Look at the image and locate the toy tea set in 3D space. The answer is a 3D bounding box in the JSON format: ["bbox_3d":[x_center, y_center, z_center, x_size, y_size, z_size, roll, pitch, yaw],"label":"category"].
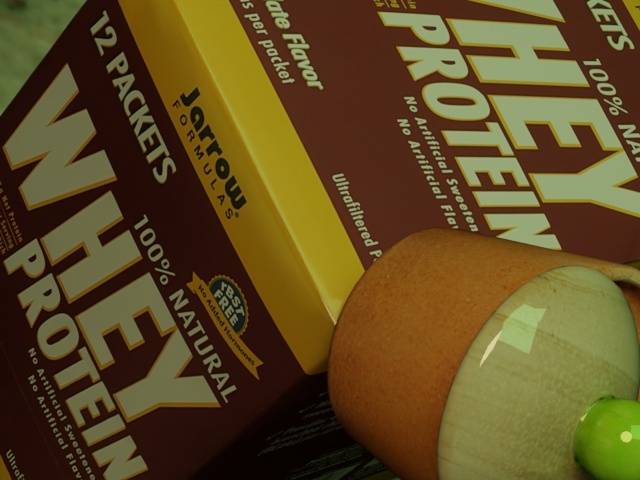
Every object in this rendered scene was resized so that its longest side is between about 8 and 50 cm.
[{"bbox_3d":[0.040,0.165,0.472,0.200,0.336,0.124,-29,38,-34],"label":"toy tea set"}]

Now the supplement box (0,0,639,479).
[{"bbox_3d":[0.000,0.000,0.613,0.191,0.194,0.129,-13,70,-40],"label":"supplement box"}]
